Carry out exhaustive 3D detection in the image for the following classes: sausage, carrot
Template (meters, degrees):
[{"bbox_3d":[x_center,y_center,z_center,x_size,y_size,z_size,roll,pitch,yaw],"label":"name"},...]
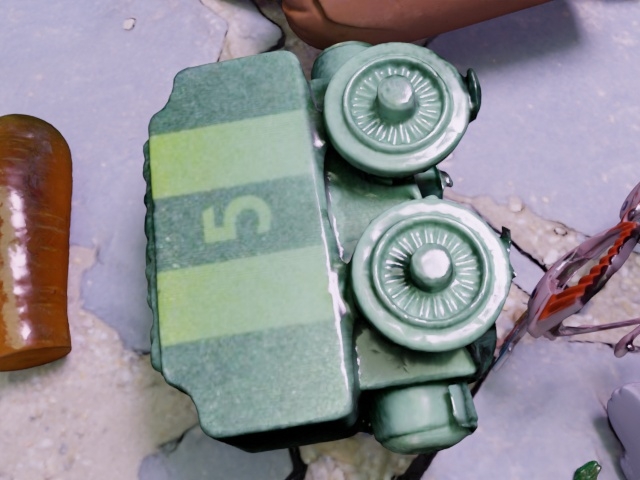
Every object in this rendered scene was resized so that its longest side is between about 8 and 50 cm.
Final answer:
[{"bbox_3d":[0.112,-0.232,0.543,0.304,0.121,0.121,-16,69,-3],"label":"sausage"},{"bbox_3d":[-0.229,-0.002,0.514,0.087,0.087,0.193,-6,67,-3],"label":"carrot"}]

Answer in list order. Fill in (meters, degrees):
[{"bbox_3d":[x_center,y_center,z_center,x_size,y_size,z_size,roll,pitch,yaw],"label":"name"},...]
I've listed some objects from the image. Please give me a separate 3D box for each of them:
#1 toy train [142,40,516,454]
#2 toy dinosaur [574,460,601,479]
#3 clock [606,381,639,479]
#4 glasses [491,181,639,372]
[{"bbox_3d":[0.000,0.000,0.476,0.238,0.167,0.299,-10,67,2],"label":"toy train"},{"bbox_3d":[0.172,0.212,0.466,0.060,0.029,0.120,34,77,29],"label":"toy dinosaur"},{"bbox_3d":[0.345,0.103,0.439,0.254,0.189,0.189,-21,69,-20],"label":"clock"},{"bbox_3d":[0.230,0.013,0.475,0.255,0.162,0.095,-39,85,-11],"label":"glasses"}]
